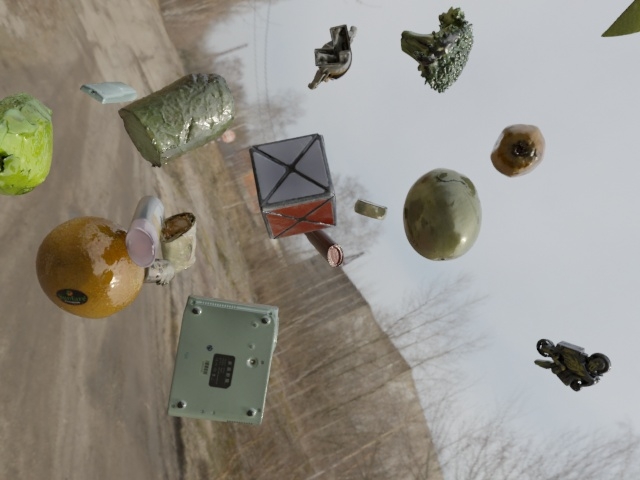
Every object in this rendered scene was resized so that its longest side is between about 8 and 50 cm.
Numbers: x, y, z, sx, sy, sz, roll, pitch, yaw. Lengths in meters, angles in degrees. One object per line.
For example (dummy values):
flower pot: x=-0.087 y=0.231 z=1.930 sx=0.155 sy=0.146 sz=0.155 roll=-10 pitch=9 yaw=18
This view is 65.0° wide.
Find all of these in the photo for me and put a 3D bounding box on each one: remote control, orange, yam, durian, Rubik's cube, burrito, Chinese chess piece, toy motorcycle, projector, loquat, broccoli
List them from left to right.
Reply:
durian: x=-0.430 y=-0.134 z=0.692 sx=0.250 sy=0.101 sz=0.139 roll=-119 pitch=-137 yaw=-61
orange: x=-0.605 y=0.071 z=1.336 sx=0.274 sy=0.274 sz=0.274 roll=156 pitch=-90 yaw=-83
remote control: x=-0.485 y=-0.346 z=1.164 sx=0.061 sy=0.029 sz=0.162 roll=30 pitch=18 yaw=-5
burrito: x=-0.563 y=0.011 z=1.987 sx=0.105 sy=0.143 sz=0.299 roll=60 pitch=-28 yaw=29
yam: x=-0.393 y=-0.352 z=1.437 sx=0.195 sy=0.300 sz=0.195 roll=47 pitch=-20 yaw=24
projector: x=-0.202 y=0.253 z=1.072 sx=0.108 sy=0.199 sz=0.250 roll=160 pitch=-61 yaw=-82
Rubik's cube: x=-0.085 y=-0.182 z=1.712 sx=0.259 sy=0.255 sz=0.259 roll=86 pitch=-9 yaw=-69
Chinese chess piece: x=0.182 y=-0.111 z=1.814 sx=0.122 sy=0.122 sz=0.051 roll=-134 pitch=-119 yaw=-70
broccoli: x=0.371 y=-0.641 z=1.664 sx=0.243 sy=0.247 sz=0.262 roll=34 pitch=-53 yaw=32
loquat: x=0.689 y=-0.312 z=1.755 sx=0.234 sy=0.176 sz=0.187 roll=-31 pitch=129 yaw=-81
toy motorcycle: x=0.656 y=0.332 z=1.319 sx=0.194 sy=0.061 sz=0.124 roll=10 pitch=-75 yaw=49

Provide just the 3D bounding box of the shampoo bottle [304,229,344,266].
shampoo bottle: x=0.000 y=0.000 z=1.907 sx=0.260 sy=0.064 sz=0.102 roll=45 pitch=-24 yaw=53

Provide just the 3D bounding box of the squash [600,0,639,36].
squash: x=0.678 y=-0.521 z=0.966 sx=0.155 sy=0.237 sz=0.204 roll=52 pitch=-6 yaw=-28

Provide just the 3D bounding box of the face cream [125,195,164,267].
face cream: x=-0.448 y=-0.032 z=1.290 sx=0.269 sy=0.073 sz=0.107 roll=-117 pitch=-163 yaw=-64

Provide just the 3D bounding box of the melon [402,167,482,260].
melon: x=0.412 y=-0.093 z=1.717 sx=0.268 sy=0.269 sz=0.329 roll=94 pitch=-3 yaw=-75

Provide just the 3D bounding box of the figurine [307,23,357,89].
figurine: x=0.054 y=-0.740 z=2.046 sx=0.143 sy=0.309 sz=0.308 roll=55 pitch=-8 yaw=1

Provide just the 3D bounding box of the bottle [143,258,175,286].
bottle: x=-0.568 y=0.107 z=1.747 sx=0.152 sy=0.099 sz=0.098 roll=12 pitch=47 yaw=-59
